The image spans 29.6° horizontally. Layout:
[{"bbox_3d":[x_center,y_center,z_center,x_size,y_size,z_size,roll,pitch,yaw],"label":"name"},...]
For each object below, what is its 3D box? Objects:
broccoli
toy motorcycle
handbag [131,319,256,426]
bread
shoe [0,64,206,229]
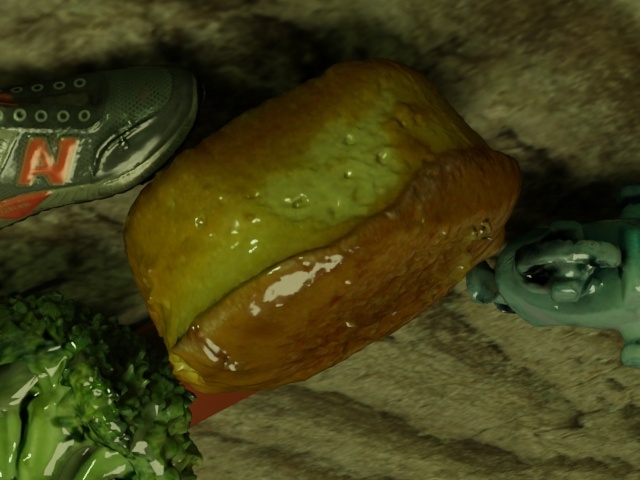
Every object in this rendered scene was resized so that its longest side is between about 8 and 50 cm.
[{"bbox_3d":[-0.233,0.151,0.917,0.288,0.260,0.235,-13,-164,34],"label":"broccoli"},{"bbox_3d":[0.255,0.034,1.021,0.260,0.154,0.206,6,169,-19],"label":"toy motorcycle"},{"bbox_3d":[-0.129,0.120,1.071,0.190,0.063,0.127,-29,148,19],"label":"handbag"},{"bbox_3d":[0.000,0.000,0.782,0.268,0.146,0.268,-30,163,-10],"label":"bread"},{"bbox_3d":[-0.165,-0.064,0.726,0.194,0.074,0.077,-20,145,14],"label":"shoe"}]
